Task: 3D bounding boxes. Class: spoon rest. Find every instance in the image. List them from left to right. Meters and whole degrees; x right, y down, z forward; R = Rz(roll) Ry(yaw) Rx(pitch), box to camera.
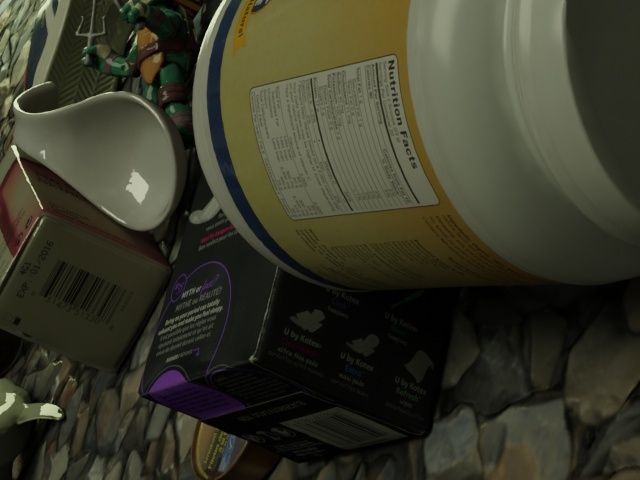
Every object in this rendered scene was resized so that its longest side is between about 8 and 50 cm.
[{"bbox_3d":[-0.227,-0.095,1.591,0.276,0.084,0.137,24,119,45],"label":"spoon rest"}]

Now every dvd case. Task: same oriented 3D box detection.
[{"bbox_3d":[-0.103,-0.239,1.698,0.087,0.013,0.119,-53,29,24],"label":"dvd case"}]

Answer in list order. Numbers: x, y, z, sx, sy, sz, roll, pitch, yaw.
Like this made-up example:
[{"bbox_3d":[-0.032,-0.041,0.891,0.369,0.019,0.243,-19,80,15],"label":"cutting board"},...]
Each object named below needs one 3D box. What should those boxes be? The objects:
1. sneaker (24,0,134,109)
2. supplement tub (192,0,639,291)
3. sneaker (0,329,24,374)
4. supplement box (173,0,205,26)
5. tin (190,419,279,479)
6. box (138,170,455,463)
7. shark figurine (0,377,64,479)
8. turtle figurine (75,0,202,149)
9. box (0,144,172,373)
[{"bbox_3d":[-0.276,-0.305,1.955,0.350,0.131,0.148,-63,29,4],"label":"sneaker"},{"bbox_3d":[0.097,-0.086,0.895,0.316,0.228,0.228,-5,63,54],"label":"supplement tub"},{"bbox_3d":[-0.433,0.116,1.902,0.290,0.106,0.123,-43,35,41],"label":"sneaker"},{"bbox_3d":[-0.168,-0.257,1.806,0.083,0.043,0.055,-49,31,32],"label":"supplement box"},{"bbox_3d":[-0.047,0.104,1.248,0.106,0.040,0.189,-3,64,58],"label":"tin"},{"bbox_3d":[0.000,0.000,1.121,0.165,0.143,0.270,-21,49,54],"label":"box"},{"bbox_3d":[-0.367,0.240,1.639,0.166,0.278,0.116,8,114,35],"label":"shark figurine"},{"bbox_3d":[-0.180,-0.195,1.665,0.175,0.118,0.234,127,135,-64],"label":"turtle figurine"},{"bbox_3d":[-0.263,0.014,1.616,0.127,0.149,0.232,-60,26,9],"label":"box"}]
